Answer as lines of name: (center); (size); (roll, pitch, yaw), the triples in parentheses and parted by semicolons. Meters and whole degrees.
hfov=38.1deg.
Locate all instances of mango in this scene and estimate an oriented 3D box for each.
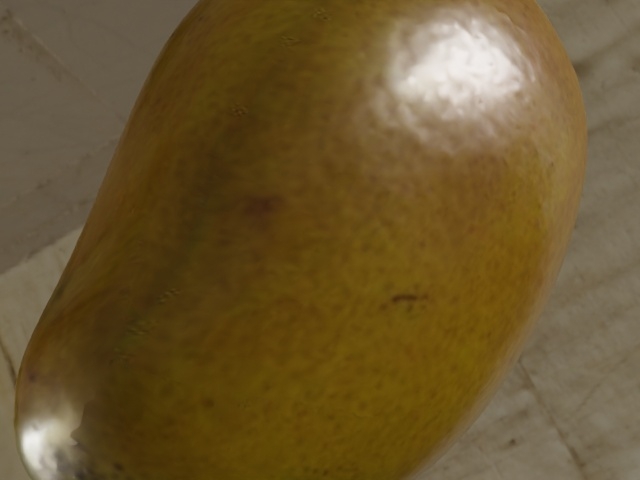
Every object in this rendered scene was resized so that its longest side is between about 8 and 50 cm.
mango: (0.000, 0.000, 0.505); (0.221, 0.264, 0.378); (-3, 46, 55)
